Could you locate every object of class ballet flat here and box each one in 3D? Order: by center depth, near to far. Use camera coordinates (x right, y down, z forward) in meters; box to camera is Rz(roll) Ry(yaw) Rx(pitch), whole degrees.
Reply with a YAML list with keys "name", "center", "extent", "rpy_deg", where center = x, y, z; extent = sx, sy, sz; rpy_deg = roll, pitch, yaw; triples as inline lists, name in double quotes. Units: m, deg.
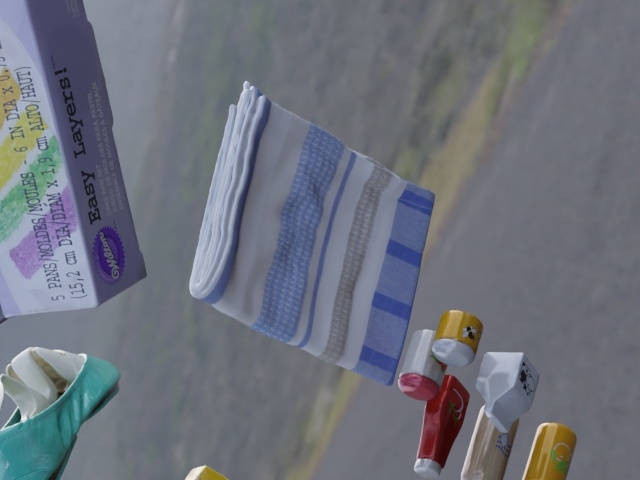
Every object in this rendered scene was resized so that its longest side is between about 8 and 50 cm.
- name: "ballet flat"
  center: [-0.229, 0.135, 1.581]
  extent: [0.083, 0.087, 0.247]
  rpy_deg: [-29, 13, 19]

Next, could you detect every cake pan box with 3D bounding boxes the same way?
- name: "cake pan box"
  center: [-0.245, -0.072, 1.137]
  extent: [0.070, 0.246, 0.266]
  rpy_deg: [-34, -64, -60]

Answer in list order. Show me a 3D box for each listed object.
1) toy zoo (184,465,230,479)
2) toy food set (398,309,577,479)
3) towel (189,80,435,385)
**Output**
- name: "toy zoo"
  center: [-0.098, 0.339, 1.707]
  extent: [0.293, 0.192, 0.030]
  rpy_deg: [-53, 16, -31]
- name: "toy food set"
  center: [0.140, 0.168, 1.745]
  extent: [0.232, 0.111, 0.104]
  rpy_deg: [51, -132, -44]
- name: "towel"
  center: [0.000, 0.000, 1.795]
  extent: [0.034, 0.285, 0.209]
  rpy_deg: [-2, 68, 43]
